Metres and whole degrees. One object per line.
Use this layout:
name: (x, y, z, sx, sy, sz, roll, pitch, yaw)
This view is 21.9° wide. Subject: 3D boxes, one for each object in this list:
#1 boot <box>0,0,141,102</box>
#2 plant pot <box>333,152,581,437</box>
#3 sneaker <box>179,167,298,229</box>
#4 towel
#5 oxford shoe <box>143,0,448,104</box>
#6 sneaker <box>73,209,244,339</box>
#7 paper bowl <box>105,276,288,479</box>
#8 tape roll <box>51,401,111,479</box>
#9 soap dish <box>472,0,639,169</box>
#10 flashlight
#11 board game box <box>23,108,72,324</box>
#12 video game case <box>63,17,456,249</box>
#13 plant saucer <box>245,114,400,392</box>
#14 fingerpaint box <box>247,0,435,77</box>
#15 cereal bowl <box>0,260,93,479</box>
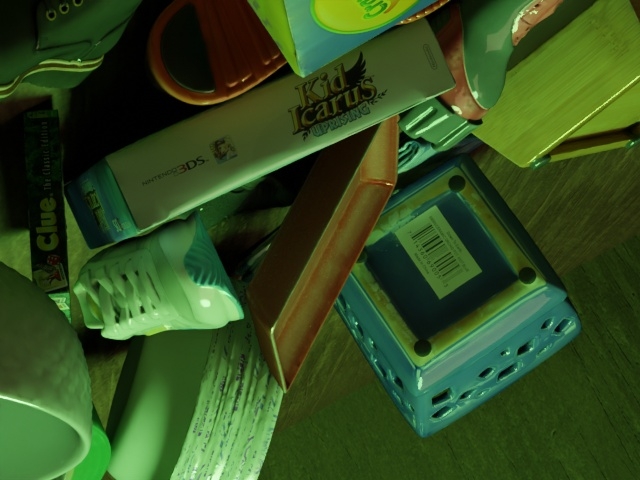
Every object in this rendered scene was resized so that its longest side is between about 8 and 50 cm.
boot: (-0.145, -0.147, 0.909, 0.137, 0.077, 0.198, -40, 178, 21)
plant pot: (0.139, 0.051, 1.850, 0.236, 0.236, 0.212, -33, 162, -2)
sneaker: (-0.085, -0.044, 1.491, 0.089, 0.051, 0.170, -33, 163, 11)
towel: (0.053, -0.041, 1.863, 0.285, 0.034, 0.209, -37, 167, 27)
oxford shoe: (0.000, -0.175, 1.120, 0.271, 0.097, 0.098, -25, -172, -12)
sneaker: (-0.121, 0.036, 1.210, 0.092, 0.087, 0.228, -23, -179, -17)
paper bowl: (-0.142, 0.173, 1.794, 0.148, 0.284, 0.284, 17, 153, -10)
tape roll: (-0.375, 0.238, 1.679, 0.321, 0.077, 0.321, -22, 153, -12)
soap dish: (0.303, -0.179, 1.702, 0.229, 0.118, 0.291, -39, 164, 35)
flashlight: (0.184, -0.197, 1.385, 0.304, 0.103, 0.103, -36, 166, 27)
board game box: (-0.202, 0.014, 1.241, 0.030, 0.136, 0.260, -6, 162, -10)
video game case: (-0.058, -0.074, 1.222, 0.244, 0.061, 0.269, -27, -176, -15)
plant saucer: (0.000, 0.000, 1.595, 0.258, 0.047, 0.259, -62, 171, -15)
fingerpaint box: (0.092, -0.286, 0.670, 0.371, 0.163, 0.445, -31, 168, -3)
cereal bowl: (-0.315, 0.072, 1.062, 0.339, 0.141, 0.339, -4, 159, -2)
